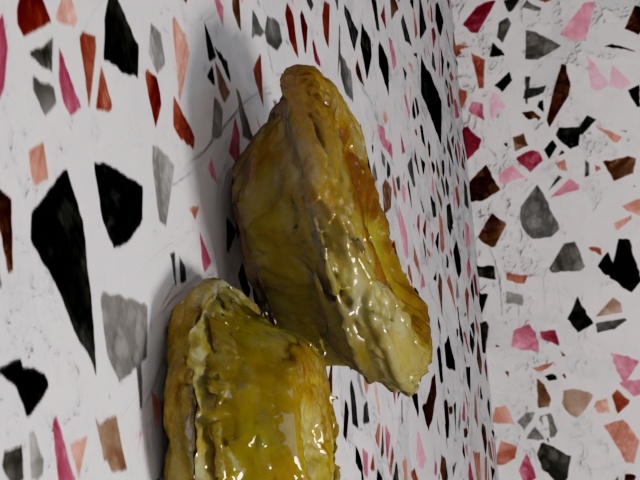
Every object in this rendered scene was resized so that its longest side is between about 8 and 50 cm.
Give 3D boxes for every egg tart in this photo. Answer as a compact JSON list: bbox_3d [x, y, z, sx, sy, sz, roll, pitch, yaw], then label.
[{"bbox_3d":[0.000,0.000,1.654,0.352,0.150,0.352,-20,90,-84],"label":"egg tart"},{"bbox_3d":[-0.053,0.169,1.475,0.295,0.116,0.295,-4,90,-77],"label":"egg tart"}]
